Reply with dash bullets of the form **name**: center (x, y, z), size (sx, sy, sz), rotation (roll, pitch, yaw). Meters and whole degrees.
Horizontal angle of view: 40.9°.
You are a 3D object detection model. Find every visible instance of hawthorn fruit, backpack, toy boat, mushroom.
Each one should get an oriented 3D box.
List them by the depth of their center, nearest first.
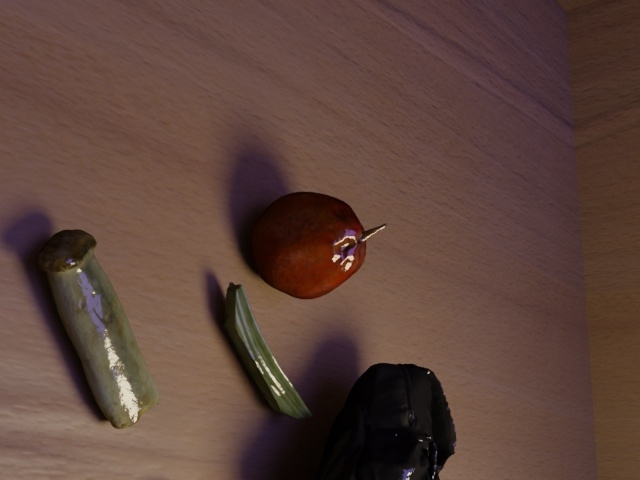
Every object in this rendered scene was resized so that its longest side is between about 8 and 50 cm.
- **mushroom**: center (-0.334, 0.132, 1.284), size (0.100, 0.081, 0.312), rotation (-37, 115, -47)
- **toy boat**: center (-0.109, 0.212, 1.557), size (0.055, 0.093, 0.293), rotation (-35, 110, -24)
- **hawthorn fruit**: center (0.000, 0.000, 1.608), size (0.211, 0.262, 0.210), rotation (19, 65, -46)
- **backpack**: center (0.119, 0.431, 1.624), size (0.255, 0.363, 0.445), rotation (20, 43, -3)
